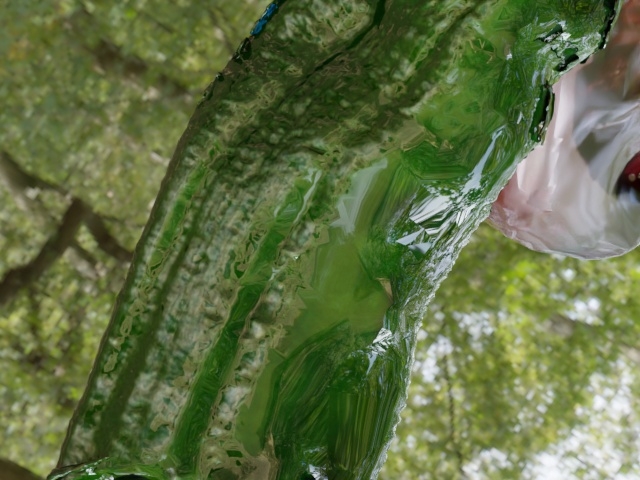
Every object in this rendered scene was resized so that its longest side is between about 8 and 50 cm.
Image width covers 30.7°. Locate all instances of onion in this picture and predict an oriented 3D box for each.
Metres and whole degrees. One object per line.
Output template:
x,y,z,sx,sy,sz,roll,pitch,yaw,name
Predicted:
0.131,-0.132,0.532,0.195,0.272,0.272,40,-83,29,onion

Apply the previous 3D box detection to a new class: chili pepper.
0.000,0.000,0.328,0.224,0.098,0.061,-61,173,5,chili pepper
